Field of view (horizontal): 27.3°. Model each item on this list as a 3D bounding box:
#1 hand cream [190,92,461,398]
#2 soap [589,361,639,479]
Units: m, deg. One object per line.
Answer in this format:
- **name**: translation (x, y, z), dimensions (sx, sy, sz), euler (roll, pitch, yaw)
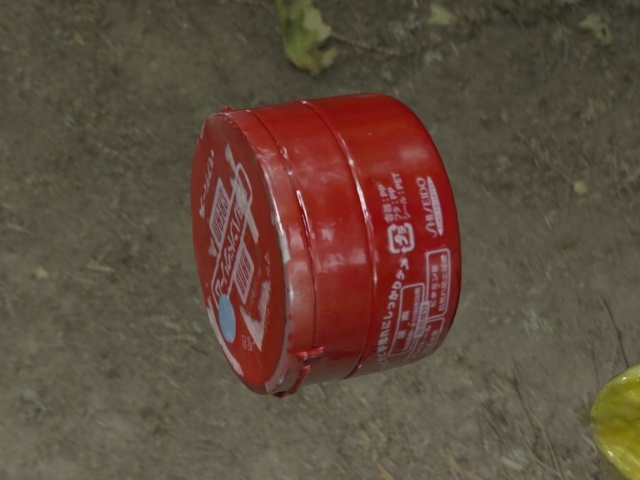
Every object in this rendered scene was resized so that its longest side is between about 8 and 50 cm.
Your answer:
- **hand cream**: translation (0.000, 0.000, 1.016), dimensions (0.149, 0.230, 0.230), euler (-8, 59, -20)
- **soap**: translation (0.418, 0.229, 1.221), dimensions (0.306, 0.427, 0.115), euler (-6, 62, 23)
